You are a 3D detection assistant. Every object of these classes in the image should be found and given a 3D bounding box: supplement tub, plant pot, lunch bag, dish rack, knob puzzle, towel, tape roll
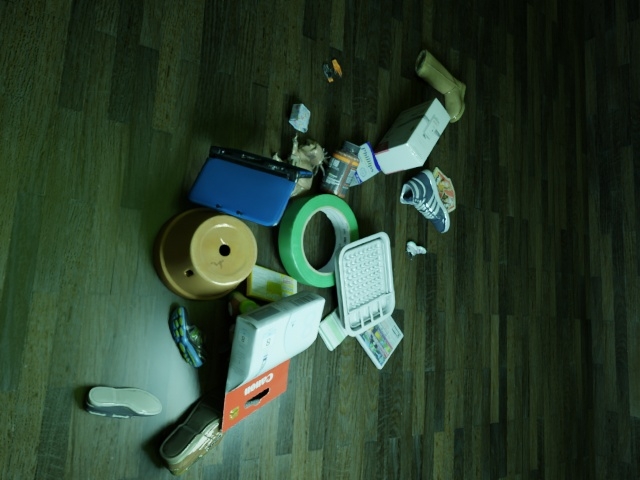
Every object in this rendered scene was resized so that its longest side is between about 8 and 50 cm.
[{"bbox_3d":[0.076,-0.258,1.674,0.106,0.106,0.198,16,105,-32],"label":"supplement tub"},{"bbox_3d":[-0.317,0.035,1.368,0.290,0.203,0.291,4,82,-34],"label":"plant pot"},{"bbox_3d":[-0.071,-0.439,1.669,0.083,0.053,0.071,30,67,-55],"label":"lunch bag"},{"bbox_3d":[0.152,0.149,1.677,0.285,0.072,0.333,-18,108,-42],"label":"dish rack"},{"bbox_3d":[0.550,-0.205,2.075,0.213,0.030,0.213,4,83,-34],"label":"knob puzzle"},{"bbox_3d":[0.059,0.314,1.703,0.152,0.023,0.113,-40,109,-32],"label":"towel"},{"bbox_3d":[0.000,0.000,1.624,0.321,0.077,0.321,-2,93,-43],"label":"tape roll"}]

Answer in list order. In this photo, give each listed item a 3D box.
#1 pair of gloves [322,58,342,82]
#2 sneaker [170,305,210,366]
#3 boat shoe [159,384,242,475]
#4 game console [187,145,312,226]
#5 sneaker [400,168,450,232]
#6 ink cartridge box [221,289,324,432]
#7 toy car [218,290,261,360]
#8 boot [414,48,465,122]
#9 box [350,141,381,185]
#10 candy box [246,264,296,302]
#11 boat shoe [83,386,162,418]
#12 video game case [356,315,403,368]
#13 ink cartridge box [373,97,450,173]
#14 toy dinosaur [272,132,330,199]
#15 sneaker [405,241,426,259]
[{"bbox_3d":[0.047,-0.655,1.795,0.083,0.010,0.074,-34,105,-29],"label":"pair of gloves"},{"bbox_3d":[-0.388,0.283,1.388,0.078,0.067,0.188,-31,101,-54],"label":"sneaker"},{"bbox_3d":[-0.335,0.551,1.375,0.307,0.110,0.104,-35,131,-37],"label":"boat shoe"},{"bbox_3d":[-0.205,-0.169,1.412,0.250,0.293,0.173,-25,132,-73],"label":"game console"},{"bbox_3d":[0.435,-0.141,1.949,0.153,0.099,0.282,-28,104,-25],"label":"sneaker"},{"bbox_3d":[-0.139,0.364,1.379,0.308,0.091,0.385,-15,121,-54],"label":"ink cartridge box"},{"bbox_3d":[-0.252,0.272,1.430,0.149,0.155,0.188,38,78,-25],"label":"toy car"},{"bbox_3d":[0.530,-0.687,2.082,0.269,0.089,0.236,27,61,-29],"label":"boot"},{"bbox_3d":[0.146,-0.295,1.789,0.137,0.072,0.126,-35,105,-32],"label":"box"},{"bbox_3d":[-0.156,0.153,1.528,0.206,0.027,0.105,24,52,-43],"label":"candy box"},{"bbox_3d":[-0.542,0.453,1.274,0.206,0.075,0.065,25,115,-35],"label":"boat shoe"},{"bbox_3d":[0.224,0.359,1.795,0.183,0.023,0.201,-46,111,-35],"label":"video game case"},{"bbox_3d":[0.363,-0.417,1.865,0.117,0.207,0.283,46,62,-23],"label":"ink cartridge box"},{"bbox_3d":[-0.064,-0.241,1.619,0.200,0.127,0.296,20,80,-38],"label":"toy dinosaur"},{"bbox_3d":[0.395,0.053,1.944,0.098,0.038,0.069,24,74,-20],"label":"sneaker"}]
